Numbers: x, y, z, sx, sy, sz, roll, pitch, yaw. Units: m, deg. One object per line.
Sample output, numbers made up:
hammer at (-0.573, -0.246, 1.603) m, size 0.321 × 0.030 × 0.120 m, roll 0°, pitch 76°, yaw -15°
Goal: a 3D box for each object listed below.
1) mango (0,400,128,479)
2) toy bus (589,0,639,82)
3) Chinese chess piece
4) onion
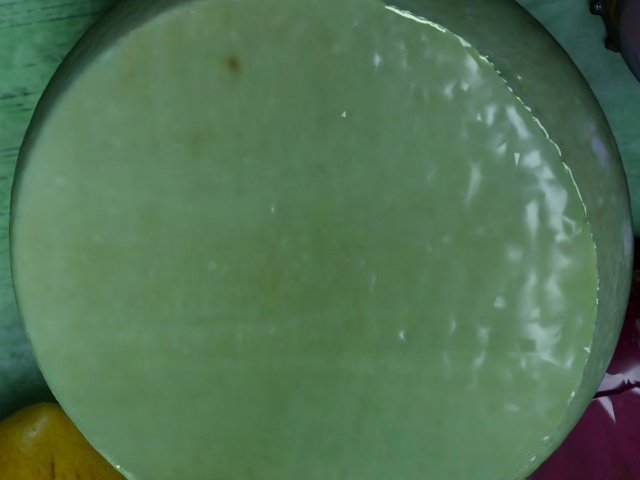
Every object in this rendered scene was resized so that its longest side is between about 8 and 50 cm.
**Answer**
mango at (-0.173, 0.217, 1.195) m, size 0.154 × 0.126 × 0.252 m, roll -1°, pitch 109°, yaw -4°
toy bus at (0.354, -0.082, 1.115) m, size 0.386 × 0.162 × 0.171 m, roll 28°, pitch 109°, yaw -19°
Chinese chess piece at (0.000, 0.000, 1.059) m, size 0.349 × 0.146 × 0.349 m, roll 4°, pitch 109°, yaw 10°
onion at (0.159, 0.066, 1.177) m, size 0.195 × 0.140 × 0.218 m, roll -29°, pitch 112°, yaw 13°
